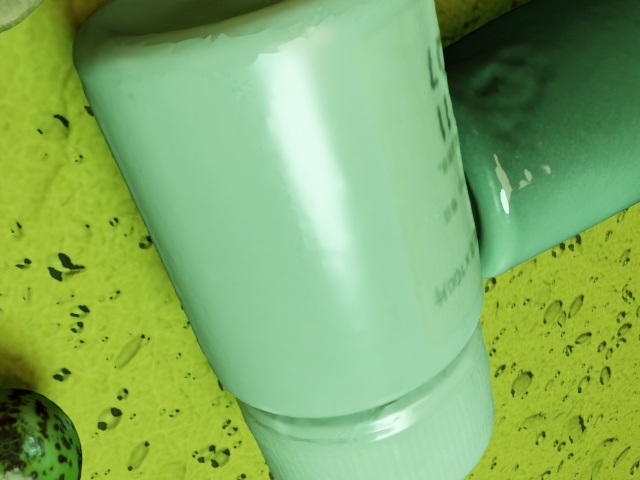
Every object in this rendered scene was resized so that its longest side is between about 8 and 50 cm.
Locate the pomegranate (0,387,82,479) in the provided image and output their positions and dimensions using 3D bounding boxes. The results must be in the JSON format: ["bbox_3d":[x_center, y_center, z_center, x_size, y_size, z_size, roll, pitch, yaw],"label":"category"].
[{"bbox_3d":[-0.225,0.136,0.480,0.138,0.125,0.163,-19,119,-15],"label":"pomegranate"}]

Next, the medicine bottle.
[{"bbox_3d":[0.000,0.000,0.532,0.211,0.211,0.371,-32,125,-21],"label":"medicine bottle"}]

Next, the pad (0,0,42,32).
[{"bbox_3d":[-0.256,-0.175,0.230,0.284,0.018,0.286,-25,109,-26],"label":"pad"}]

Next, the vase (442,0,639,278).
[{"bbox_3d":[0.199,-0.110,0.639,0.291,0.245,0.245,-27,123,-14],"label":"vase"}]
